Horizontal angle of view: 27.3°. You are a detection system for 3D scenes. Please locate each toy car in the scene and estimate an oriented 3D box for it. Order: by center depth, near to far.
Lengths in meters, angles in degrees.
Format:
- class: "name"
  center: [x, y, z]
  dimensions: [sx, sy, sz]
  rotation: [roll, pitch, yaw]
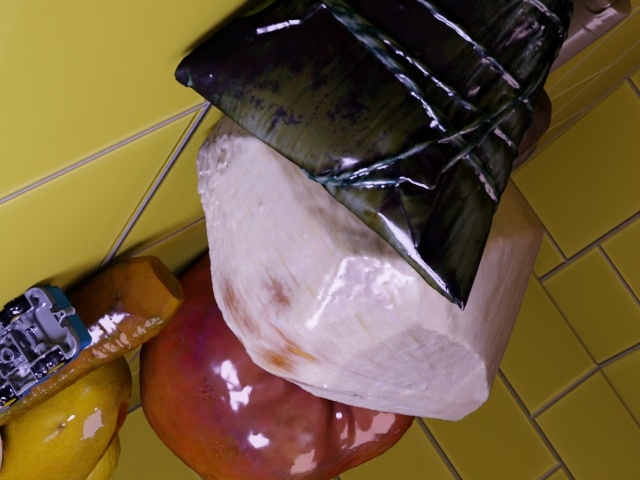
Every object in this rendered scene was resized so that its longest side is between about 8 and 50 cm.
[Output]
- class: "toy car"
  center: [-0.365, 0.134, 1.616]
  dimensions: [0.191, 0.097, 0.100]
  rotation: [-36, 174, 15]

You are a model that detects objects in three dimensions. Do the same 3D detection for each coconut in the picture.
- class: "coconut"
  center: [0.052, 0.015, 1.434]
  dimensions: [0.344, 0.415, 0.415]
  rotation: [-34, 173, 13]

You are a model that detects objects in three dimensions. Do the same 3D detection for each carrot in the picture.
- class: "carrot"
  center: [-0.322, 0.128, 1.722]
  dimensions: [0.302, 0.114, 0.114]
  rotation: [-32, 174, 6]

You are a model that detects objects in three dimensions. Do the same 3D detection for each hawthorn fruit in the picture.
- class: "hawthorn fruit"
  center: [-0.074, 0.200, 2.093]
  dimensions: [0.472, 0.472, 0.472]
  rotation: [-33, 173, -4]

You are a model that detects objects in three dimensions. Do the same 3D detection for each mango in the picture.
- class: "mango"
  center: [-0.389, 0.257, 1.903]
  dimensions: [0.365, 0.182, 0.253]
  rotation: [-43, -162, 52]

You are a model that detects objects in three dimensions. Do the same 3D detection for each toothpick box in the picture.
- class: "toothpick box"
  center: [0.313, -0.293, 1.759]
  dimensions: [0.180, 0.111, 0.111]
  rotation: [-37, 173, 33]

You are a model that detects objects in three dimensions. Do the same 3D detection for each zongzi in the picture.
- class: "zongzi"
  center: [0.112, -0.207, 1.083]
  dimensions: [0.383, 0.319, 0.362]
  rotation: [-50, 171, -28]

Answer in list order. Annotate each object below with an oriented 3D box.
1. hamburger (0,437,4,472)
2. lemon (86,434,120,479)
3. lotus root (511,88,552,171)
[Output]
- class: "hamburger"
  center: [-0.520, 0.293, 1.773]
  dimensions: [0.137, 0.175, 0.175]
  rotation: [-23, -177, 45]
- class: "lemon"
  center: [-0.458, 0.352, 2.180]
  dimensions: [0.288, 0.233, 0.233]
  rotation: [-41, 175, -15]
- class: "lotus root"
  center: [0.264, -0.182, 2.135]
  dimensions: [0.275, 0.160, 0.152]
  rotation: [-30, 149, -36]
